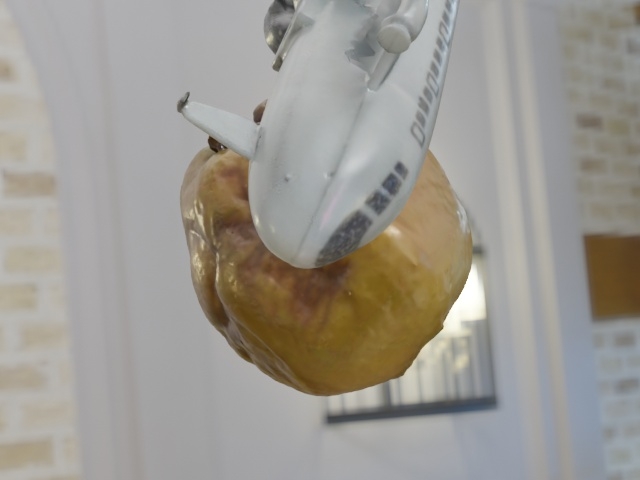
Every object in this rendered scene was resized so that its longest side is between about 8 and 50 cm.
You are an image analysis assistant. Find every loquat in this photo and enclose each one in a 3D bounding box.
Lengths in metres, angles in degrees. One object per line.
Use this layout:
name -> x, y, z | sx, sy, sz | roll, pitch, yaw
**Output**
loquat -> 0.000, 0.000, 0.743 | 0.137, 0.137, 0.113 | -3, -17, -24

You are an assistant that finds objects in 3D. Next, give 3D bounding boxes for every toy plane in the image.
toy plane -> 0.013, -0.056, 0.469 | 0.066, 0.171, 0.162 | 32, -44, 2
